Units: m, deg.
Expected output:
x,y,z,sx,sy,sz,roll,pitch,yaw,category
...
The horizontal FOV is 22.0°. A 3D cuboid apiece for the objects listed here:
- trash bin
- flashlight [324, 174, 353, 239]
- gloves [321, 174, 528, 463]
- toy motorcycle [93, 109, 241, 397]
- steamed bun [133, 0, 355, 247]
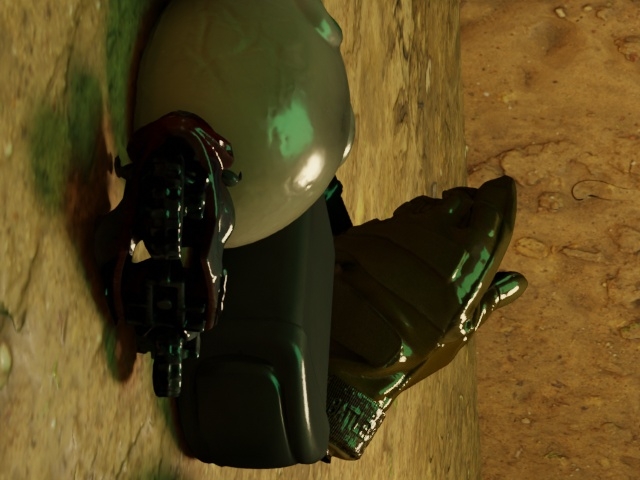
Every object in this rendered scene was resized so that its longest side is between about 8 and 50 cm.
x,y,z,sx,sy,sz,roll,pitch,yaw,category
-0.044,0.062,1.277,0.177,0.101,0.236,75,17,-53,trash bin
0.000,0.000,1.569,0.232,0.093,0.093,65,28,-56,flashlight
0.071,0.050,1.478,0.331,0.154,0.141,-51,150,-20,gloves
-0.097,0.003,1.045,0.213,0.082,0.122,97,2,-50,toy motorcycle
-0.044,-0.097,1.164,0.228,0.131,0.177,-69,157,-56,steamed bun
